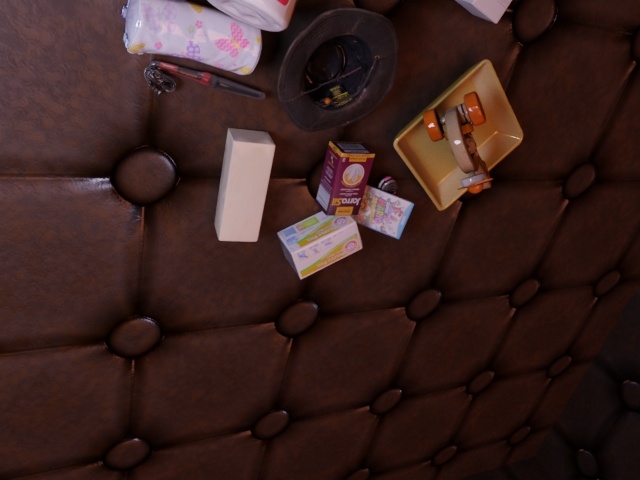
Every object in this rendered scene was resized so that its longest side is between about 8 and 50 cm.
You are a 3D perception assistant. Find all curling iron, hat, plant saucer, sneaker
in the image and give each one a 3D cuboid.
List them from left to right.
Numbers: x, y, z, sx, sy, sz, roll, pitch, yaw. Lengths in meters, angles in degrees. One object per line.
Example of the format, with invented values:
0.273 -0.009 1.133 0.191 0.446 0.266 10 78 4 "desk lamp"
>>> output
-0.253 -0.345 1.247 0.274 0.035 0.068 1 126 -28 "curling iron"
0.025 -0.411 1.285 0.331 0.134 0.331 -19 149 -12 "hat"
0.208 -0.106 1.640 0.063 0.075 0.170 -19 130 -20 "sneaker"
0.382 -0.297 1.596 0.333 0.081 0.333 -42 133 4 "plant saucer"

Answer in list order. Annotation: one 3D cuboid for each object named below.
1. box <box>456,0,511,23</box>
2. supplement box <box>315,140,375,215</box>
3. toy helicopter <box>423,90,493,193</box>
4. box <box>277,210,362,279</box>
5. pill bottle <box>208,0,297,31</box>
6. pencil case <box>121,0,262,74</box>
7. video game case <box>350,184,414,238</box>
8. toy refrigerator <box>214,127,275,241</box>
0.396 -0.600 1.369 0.102 0.101 0.087 18 113 -35 "box"
0.064 -0.166 1.517 0.104 0.081 0.188 -3 124 -27 "supplement box"
0.403 -0.209 1.487 0.140 0.235 0.355 -19 156 23 "toy helicopter"
0.000 0.000 1.581 0.203 0.114 0.103 -27 132 -11 "box"
-0.088 -0.575 1.046 0.176 0.176 0.318 18 95 -37 "pill bottle"
-0.255 -0.416 1.141 0.273 0.113 0.124 2 118 -30 "pencil case"
0.169 -0.085 1.611 0.166 0.015 0.119 21 116 3 "video game case"
-0.193 -0.135 1.396 0.102 0.094 0.269 1 122 -21 "toy refrigerator"
